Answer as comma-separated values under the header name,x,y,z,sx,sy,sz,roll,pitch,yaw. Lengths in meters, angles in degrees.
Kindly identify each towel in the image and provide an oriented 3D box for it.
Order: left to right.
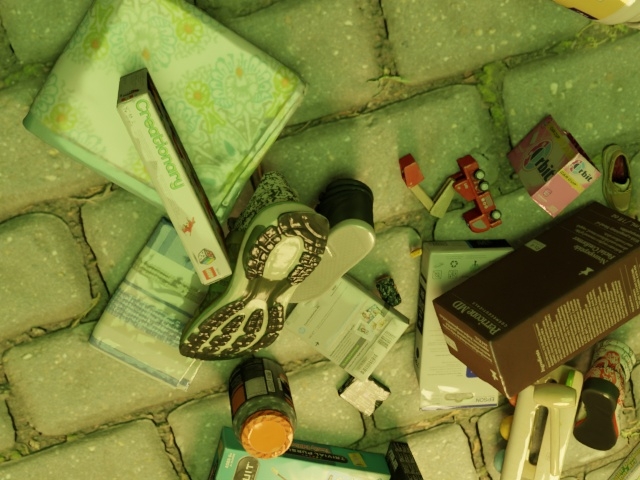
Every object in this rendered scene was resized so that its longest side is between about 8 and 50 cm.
name,x,y,z,sx,sy,sz,roll,pitch,yaw
towel,-0.246,-0.223,1.627,0.374,0.090,0.320,31,102,-20
towel,-0.267,0.120,1.792,0.209,0.034,0.285,29,103,-16

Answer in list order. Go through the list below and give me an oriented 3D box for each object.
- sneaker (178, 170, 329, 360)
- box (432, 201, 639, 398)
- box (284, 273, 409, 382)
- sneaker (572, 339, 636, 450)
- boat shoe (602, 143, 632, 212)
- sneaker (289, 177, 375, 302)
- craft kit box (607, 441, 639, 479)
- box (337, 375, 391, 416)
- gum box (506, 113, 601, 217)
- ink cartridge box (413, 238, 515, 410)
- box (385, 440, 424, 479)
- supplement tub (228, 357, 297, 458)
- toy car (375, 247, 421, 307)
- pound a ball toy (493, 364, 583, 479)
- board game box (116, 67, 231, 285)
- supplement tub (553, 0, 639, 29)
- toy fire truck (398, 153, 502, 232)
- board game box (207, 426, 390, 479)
name,x,y,z,sx,sy,sz,roll,pitch,yaw
sneaker,-0.125,0.049,1.701,0.158,0.182,0.410,15,128,-30
box,0.412,0.096,1.754,0.381,0.191,0.143,-32,120,-13
box,0.046,0.150,1.822,0.186,0.038,0.145,35,105,-3
sneaker,0.567,0.304,1.967,0.090,0.145,0.270,17,149,23
boat shoe,0.547,-0.107,1.822,0.050,0.045,0.135,-19,114,-1
sneaker,0.001,0.000,1.755,0.104,0.147,0.296,32,135,-22
craft kit box,0.736,0.539,2.115,0.246,0.061,0.250,30,104,-16
box,0.085,0.295,1.927,0.083,0.018,0.067,36,102,-20
gum box,0.398,-0.133,1.714,0.062,0.188,0.107,37,109,-21
ink cartridge box,0.266,0.161,1.877,0.165,0.065,0.332,-1,111,-10
box,0.151,0.520,1.937,0.045,0.190,0.184,8,111,-13
supplement tub,-0.106,0.306,1.807,0.117,0.190,0.117,-3,113,-8
toy car,0.155,0.069,1.833,0.122,0.040,0.060,-41,91,11
pound a ball toy,0.409,0.372,1.912,0.136,0.208,0.319,13,113,17
board game box,-0.225,-0.101,1.525,0.053,0.193,0.305,-23,113,0
supplement tub,0.418,-0.482,1.542,0.331,0.241,0.241,21,107,-16
toy fire truck,0.233,-0.084,1.780,0.135,0.047,0.192,-26,115,2
board game box,-0.061,0.522,1.964,0.336,0.079,0.254,12,109,-14
